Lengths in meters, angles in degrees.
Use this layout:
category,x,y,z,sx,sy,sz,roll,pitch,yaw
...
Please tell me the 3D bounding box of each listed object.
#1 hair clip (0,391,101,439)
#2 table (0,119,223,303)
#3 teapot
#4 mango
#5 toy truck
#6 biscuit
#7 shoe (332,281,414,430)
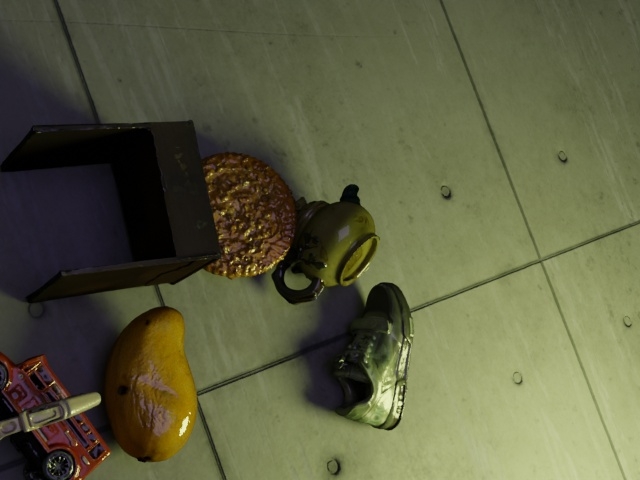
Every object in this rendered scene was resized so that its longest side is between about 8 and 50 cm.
category,x,y,z,sx,sy,sz,roll,pitch,yaw
hair clip,-0.413,0.257,1.450,0.226,0.072,0.034,-14,87,-35
table,-0.349,-0.049,1.668,0.282,0.196,0.250,-8,80,-35
teapot,0.000,0.000,1.940,0.182,0.173,0.269,37,75,20
mango,-0.280,0.239,1.669,0.157,0.109,0.262,10,63,-23
toy truck,-0.440,0.262,1.541,0.114,0.107,0.252,-38,98,-35
biscuit,-0.161,-0.051,1.862,0.254,0.035,0.254,6,68,-16
shoe,0.091,0.215,1.941,0.149,0.109,0.293,13,71,-39
